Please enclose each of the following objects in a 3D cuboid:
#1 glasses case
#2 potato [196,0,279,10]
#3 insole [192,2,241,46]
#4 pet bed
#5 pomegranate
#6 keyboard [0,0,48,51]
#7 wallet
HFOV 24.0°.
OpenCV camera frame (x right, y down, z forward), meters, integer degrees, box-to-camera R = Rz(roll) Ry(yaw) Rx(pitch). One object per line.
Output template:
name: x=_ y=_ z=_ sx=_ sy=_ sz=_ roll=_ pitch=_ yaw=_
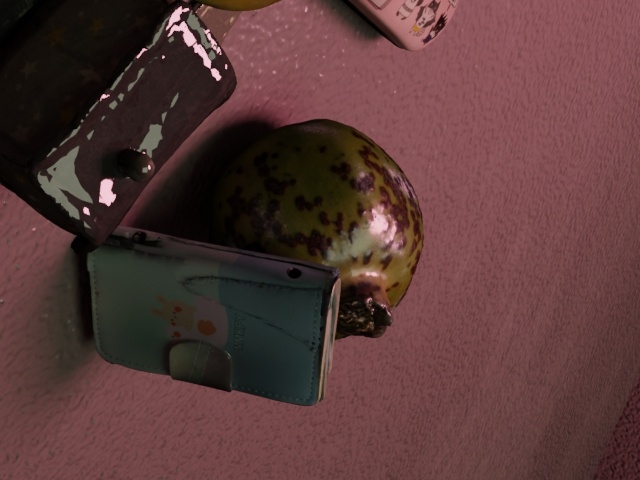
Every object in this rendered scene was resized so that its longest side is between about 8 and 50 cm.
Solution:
glasses case: x=0.075 y=-0.297 z=1.635 sx=0.122 sy=0.075 sz=0.314 roll=-61 pitch=152 yaw=0
potato: x=-0.083 y=-0.294 z=1.285 sx=0.228 sy=0.148 sz=0.197 roll=-34 pitch=132 yaw=-61
insole: x=-0.102 y=-0.224 z=1.483 sx=0.248 sy=0.011 sz=0.081 roll=-54 pitch=156 yaw=-10
pet bed: x=-0.177 y=-0.109 z=1.283 sx=0.211 sy=0.159 sz=0.183 roll=-49 pitch=161 yaw=-16
pomegranate: x=0.000 y=0.000 z=1.627 sx=0.254 sy=0.270 sz=0.254 roll=-13 pitch=133 yaw=-15
keyboard: x=-0.255 y=-0.195 z=1.236 sx=0.230 sy=0.025 sz=0.094 roll=-48 pitch=153 yaw=-20
wallet: x=-0.108 y=0.074 z=1.530 sx=0.075 sy=0.250 sz=0.176 roll=-70 pitch=168 yaw=-46
